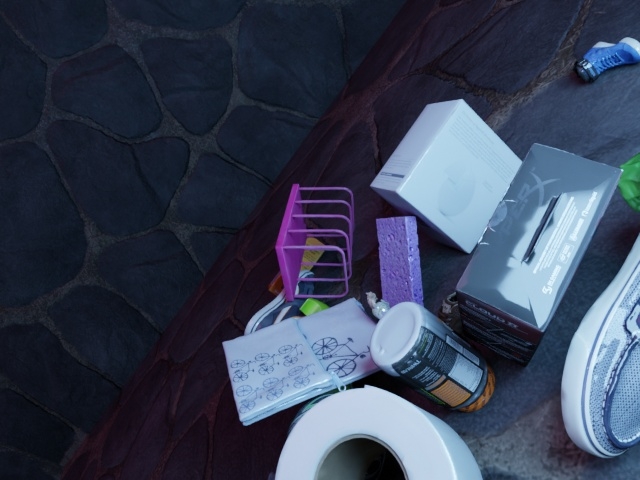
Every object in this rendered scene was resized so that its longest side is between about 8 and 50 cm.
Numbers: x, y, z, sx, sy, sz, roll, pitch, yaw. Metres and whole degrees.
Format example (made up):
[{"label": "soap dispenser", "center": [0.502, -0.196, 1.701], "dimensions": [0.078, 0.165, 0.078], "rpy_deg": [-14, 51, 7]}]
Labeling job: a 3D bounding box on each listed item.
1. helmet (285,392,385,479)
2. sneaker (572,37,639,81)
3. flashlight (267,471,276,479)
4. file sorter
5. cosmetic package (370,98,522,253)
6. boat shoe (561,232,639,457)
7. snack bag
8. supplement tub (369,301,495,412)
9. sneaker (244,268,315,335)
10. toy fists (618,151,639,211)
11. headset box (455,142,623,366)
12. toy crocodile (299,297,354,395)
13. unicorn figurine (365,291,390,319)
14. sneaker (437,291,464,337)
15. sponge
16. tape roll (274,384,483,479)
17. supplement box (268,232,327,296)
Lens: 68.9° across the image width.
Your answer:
[{"label": "helmet", "center": [0.021, 0.359, 0.837], "dimensions": [0.169, 0.161, 0.170], "rpy_deg": [-166, 90, -78]}, {"label": "sneaker", "center": [0.566, -0.352, 0.930], "dimensions": [0.084, 0.058, 0.152], "rpy_deg": [-43, 19, 13]}, {"label": "flashlight", "center": [-0.070, 0.570, 0.815], "dimensions": [0.103, 0.103, 0.304], "rpy_deg": [-37, 26, 31]}, {"label": "file sorter", "center": [0.000, 0.000, 1.334], "dimensions": [0.182, 0.202, 0.291], "rpy_deg": [0, 40, 9]}, {"label": "cosmetic package", "center": [0.270, -0.135, 0.991], "dimensions": [0.225, 0.224, 0.138], "rpy_deg": [-54, 22, -1]}, {"label": "boat shoe", "center": [0.404, 0.092, 0.504], "dimensions": [0.341, 0.127, 0.158], "rpy_deg": [-58, 15, -12]}, {"label": "snack bag", "center": [-0.024, 0.224, 0.967], "dimensions": [0.342, 0.037, 0.323], "rpy_deg": [-18, 16, -12]}, {"label": "supplement tub", "center": [0.181, 0.190, 0.740], "dimensions": [0.117, 0.190, 0.117], "rpy_deg": [-42, 25, 25]}, {"label": "sneaker", "center": [-0.077, 0.210, 1.358], "dimensions": [0.321, 0.127, 0.126], "rpy_deg": [-45, -27, -46]}, {"label": "toy fists", "center": [0.494, -0.102, 0.532], "dimensions": [0.279, 0.096, 0.142], "rpy_deg": [-21, -1, -17]}, {"label": "headset box", "center": [0.284, 0.031, 0.632], "dimensions": [0.110, 0.293, 0.218], "rpy_deg": [26, 77, 27]}, {"label": "toy crocodile", "center": [0.015, 0.254, 1.102], "dimensions": [0.115, 0.105, 0.341], "rpy_deg": [-46, 23, 19]}, {"label": "unicorn figurine", "center": [0.157, 0.168, 0.959], "dimensions": [0.060, 0.161, 0.111], "rpy_deg": [-62, -4, -2]}, {"label": "sneaker", "center": [0.237, 0.139, 0.855], "dimensions": [0.189, 0.071, 0.066], "rpy_deg": [-55, 28, -4]}, {"label": "sponge", "center": [0.171, 0.054, 1.012], "dimensions": [0.117, 0.031, 0.210], "rpy_deg": [2, 97, 64]}, {"label": "tape roll", "center": [0.083, 0.337, 0.624], "dimensions": [0.245, 0.169, 0.246], "rpy_deg": [-14, 57, 23]}, {"label": "supplement box", "center": [-0.078, 0.090, 1.560], "dimensions": [0.234, 0.078, 0.080], "rpy_deg": [-54, 10, 3]}]
